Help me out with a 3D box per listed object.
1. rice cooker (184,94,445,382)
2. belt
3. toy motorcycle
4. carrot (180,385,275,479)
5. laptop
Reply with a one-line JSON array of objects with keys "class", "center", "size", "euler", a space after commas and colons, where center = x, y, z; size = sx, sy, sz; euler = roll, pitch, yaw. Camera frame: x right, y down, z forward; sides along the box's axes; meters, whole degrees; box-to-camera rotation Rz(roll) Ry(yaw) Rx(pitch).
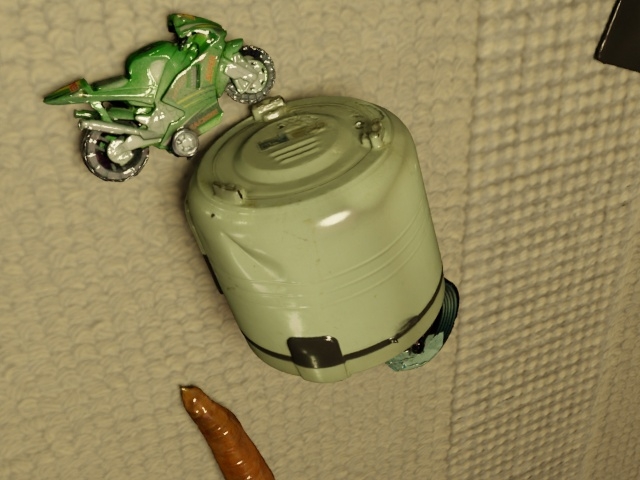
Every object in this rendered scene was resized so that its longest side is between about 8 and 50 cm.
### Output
[{"class": "rice cooker", "center": [0.000, 0.000, 0.742], "size": [0.226, 0.226, 0.244], "euler": [-31, 126, -11]}, {"class": "belt", "center": [0.111, 0.094, 0.953], "size": [0.105, 0.058, 0.140], "euler": [0, 117, -26]}, {"class": "toy motorcycle", "center": [-0.132, -0.131, 0.679], "size": [0.190, 0.074, 0.106], "euler": [-32, 119, -9]}, {"class": "carrot", "center": [-0.103, 0.253, 0.928], "size": [0.059, 0.059, 0.248], "euler": [-30, 125, -12]}, {"class": "laptop", "center": [0.405, -0.296, 0.926], "size": [0.135, 0.016, 0.197], "euler": [5, 112, -31]}]
